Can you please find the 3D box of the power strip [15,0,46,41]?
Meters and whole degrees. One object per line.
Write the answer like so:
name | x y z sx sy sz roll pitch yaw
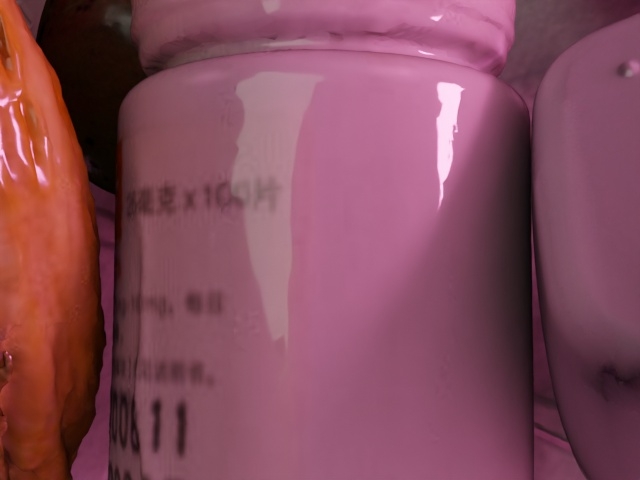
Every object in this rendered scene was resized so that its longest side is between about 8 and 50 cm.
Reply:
power strip | -0.288 -0.114 0.842 0.338 0.058 0.098 -40 57 1

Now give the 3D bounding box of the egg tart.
egg tart | -0.257 -0.031 0.587 0.178 0.443 0.443 -15 55 -23

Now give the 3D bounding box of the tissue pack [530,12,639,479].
tissue pack | 0.267 0.014 0.452 0.333 0.236 0.229 -11 54 18

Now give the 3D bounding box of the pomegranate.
pomegranate | -0.073 -0.117 0.691 0.224 0.181 0.181 -11 62 3

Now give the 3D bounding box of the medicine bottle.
medicine bottle | 0.000 0.000 0.522 0.211 0.211 0.371 -2 84 22
